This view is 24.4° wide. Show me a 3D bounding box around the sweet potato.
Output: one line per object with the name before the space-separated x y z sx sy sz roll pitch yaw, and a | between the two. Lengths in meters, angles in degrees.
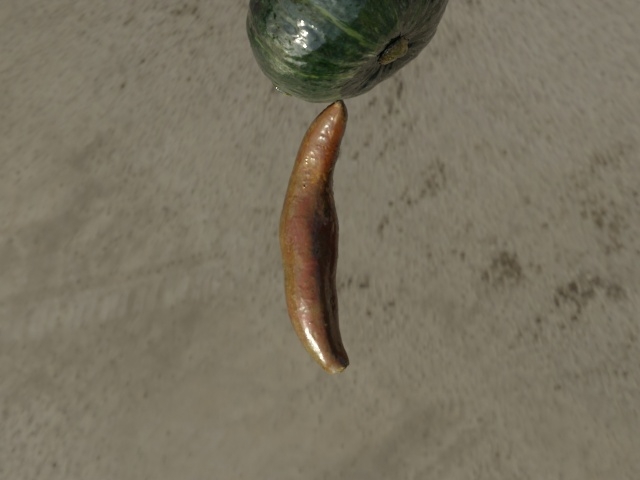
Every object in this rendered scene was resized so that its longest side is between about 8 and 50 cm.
sweet potato | -0.006 -0.005 1.355 0.058 0.078 0.255 -6 103 -34

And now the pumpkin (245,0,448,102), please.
pumpkin | 0.025 -0.223 1.364 0.211 0.211 0.152 -36 72 11
